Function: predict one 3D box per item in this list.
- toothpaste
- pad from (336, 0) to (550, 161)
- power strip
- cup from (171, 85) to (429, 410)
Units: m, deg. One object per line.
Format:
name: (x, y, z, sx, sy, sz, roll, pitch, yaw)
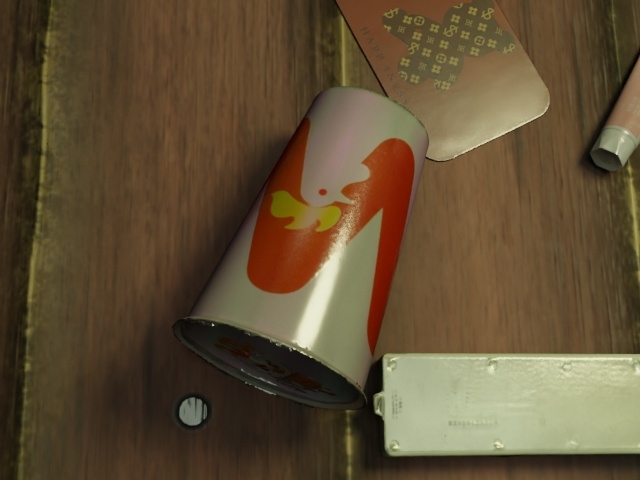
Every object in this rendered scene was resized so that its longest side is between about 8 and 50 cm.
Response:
toothpaste: (0.373, -0.165, 1.033, 0.067, 0.043, 0.194, 34, 69, 6)
pad: (0.141, -0.233, 1.046, 0.181, 0.004, 0.267, -26, 79, -11)
power strip: (0.234, 0.172, 0.927, 0.367, 0.043, 0.106, 1, 76, -4)
cup: (0.000, 0.000, 0.888, 0.203, 0.203, 0.288, 23, 68, 1)
